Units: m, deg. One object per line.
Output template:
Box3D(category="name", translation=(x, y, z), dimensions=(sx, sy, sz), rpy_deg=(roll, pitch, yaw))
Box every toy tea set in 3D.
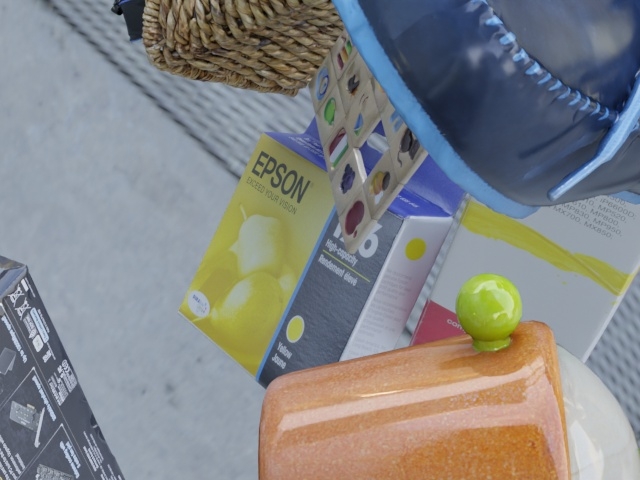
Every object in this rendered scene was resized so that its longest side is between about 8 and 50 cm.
Box3D(category="toy tea set", translation=(0.060, 0.166, 0.527), dimensions=(0.124, 0.336, 0.200), rpy_deg=(-5, 58, 6))

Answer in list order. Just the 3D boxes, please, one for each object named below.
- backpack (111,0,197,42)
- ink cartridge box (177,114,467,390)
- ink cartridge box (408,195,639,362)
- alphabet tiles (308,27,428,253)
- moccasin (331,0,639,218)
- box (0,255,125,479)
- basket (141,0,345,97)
Box3D(category="backpack", translation=(-0.144, -0.243, 1.724), dimensions=(0.114, 0.105, 0.084), rpy_deg=(-33, 108, -51))
Box3D(category="ink cartridge box", translation=(0.000, 0.000, 1.628), dimensions=(0.072, 0.304, 0.307), rpy_deg=(18, 99, -34))
Box3D(category="ink cartridge box", translation=(0.242, -0.063, 1.437), dimensions=(0.160, 0.384, 0.279), rpy_deg=(28, 52, 10))
Box3D(category="alphabet tiles", translation=(0.063, -0.137, 1.223), dimensions=(0.009, 0.237, 0.198), rpy_deg=(15, 41, -27))
Box3D(category="moccasin", translation=(0.115, -0.090, 0.626), dimensions=(0.137, 0.117, 0.342), rpy_deg=(64, 24, 8))
Box3D(category="box", translation=(-0.238, 0.192, 1.043), dimensions=(0.077, 0.307, 0.242), rpy_deg=(16, 52, 29))
Box3D(category="basket", translation=(-0.040, -0.285, 1.580), dimensions=(0.299, 0.223, 0.213), rpy_deg=(0, 71, -61))
